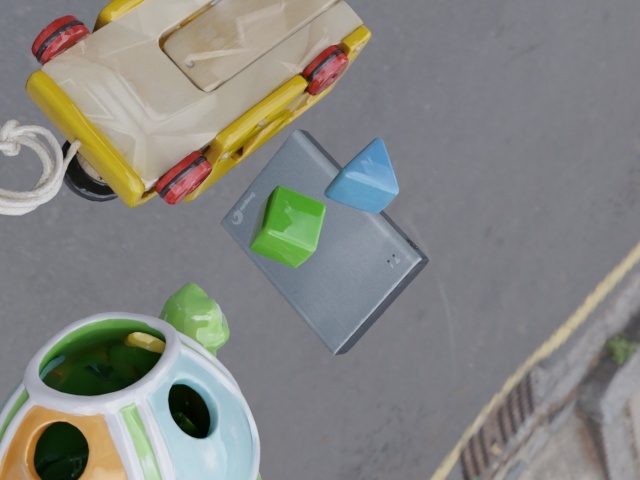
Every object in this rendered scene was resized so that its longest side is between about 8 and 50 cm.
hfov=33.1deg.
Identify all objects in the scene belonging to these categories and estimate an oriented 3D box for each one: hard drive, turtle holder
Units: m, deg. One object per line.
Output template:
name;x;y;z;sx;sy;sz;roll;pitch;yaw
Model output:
hard drive;0.000;0.000;0.761;0.094;0.135;0.022;-50;157;18
turtle holder;-0.152;0.179;0.961;0.320;0.243;0.227;-28;126;-38

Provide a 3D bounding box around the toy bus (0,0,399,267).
toy bus;-0.073;-0.072;0.550;0.202;0.104;0.191;7;66;-18
